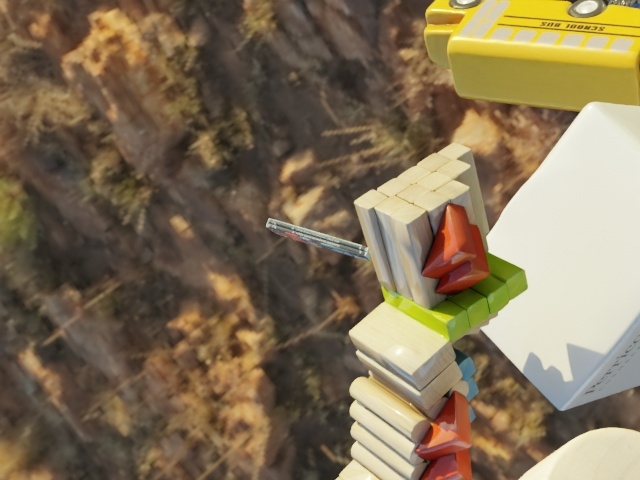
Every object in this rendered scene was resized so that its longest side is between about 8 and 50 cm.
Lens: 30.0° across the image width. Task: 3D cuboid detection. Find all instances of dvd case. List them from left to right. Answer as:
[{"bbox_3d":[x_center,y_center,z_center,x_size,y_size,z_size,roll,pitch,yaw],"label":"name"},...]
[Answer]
[{"bbox_3d":[0.000,0.000,1.390,0.119,0.013,0.087,17,177,7],"label":"dvd case"}]

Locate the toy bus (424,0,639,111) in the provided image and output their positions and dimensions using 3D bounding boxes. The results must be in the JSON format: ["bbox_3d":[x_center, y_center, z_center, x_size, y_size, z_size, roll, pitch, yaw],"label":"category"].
[{"bbox_3d":[0.291,-0.253,1.614,0.332,0.130,0.108,11,139,32],"label":"toy bus"}]

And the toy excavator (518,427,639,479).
[{"bbox_3d":[0.378,0.343,0.847,0.222,0.445,0.433,121,146,-58],"label":"toy excavator"}]

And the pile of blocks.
[{"bbox_3d":[0.103,0.112,0.960,0.112,0.149,0.362,31,121,49],"label":"pile of blocks"}]

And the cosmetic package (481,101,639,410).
[{"bbox_3d":[0.355,0.005,1.182,0.161,0.453,0.230,48,121,27],"label":"cosmetic package"}]

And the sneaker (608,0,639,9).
[{"bbox_3d":[0.541,-0.361,1.782,0.112,0.299,0.121,25,104,-14],"label":"sneaker"}]
